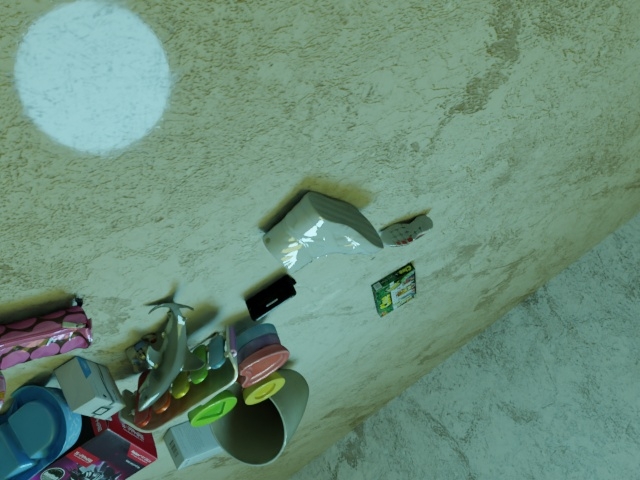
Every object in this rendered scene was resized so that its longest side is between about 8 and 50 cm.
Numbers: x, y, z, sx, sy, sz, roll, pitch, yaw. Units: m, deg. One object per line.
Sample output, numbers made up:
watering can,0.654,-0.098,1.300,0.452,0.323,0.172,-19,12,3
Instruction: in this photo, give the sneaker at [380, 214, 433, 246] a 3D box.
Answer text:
sneaker,0.210,-0.010,1.913,0.158,0.061,0.065,-18,160,-28

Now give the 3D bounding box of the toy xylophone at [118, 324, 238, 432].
toy xylophone,-0.318,0.312,1.780,0.323,0.236,0.081,-36,115,-1

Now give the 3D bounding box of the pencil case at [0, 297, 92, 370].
pencil case,-0.506,0.172,1.338,0.209,0.095,0.098,-16,-172,-37

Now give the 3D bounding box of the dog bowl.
dog bowl,-0.622,0.418,1.614,0.297,0.166,0.074,-39,168,16

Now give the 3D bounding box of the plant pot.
plant pot,-0.151,0.487,2.282,0.256,0.256,0.274,-45,171,28

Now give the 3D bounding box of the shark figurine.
shark figurine,-0.301,0.230,1.658,0.166,0.116,0.278,-46,156,-65

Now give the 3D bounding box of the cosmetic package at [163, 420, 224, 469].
cosmetic package,-0.355,0.609,2.389,0.231,0.117,0.085,-11,150,-37

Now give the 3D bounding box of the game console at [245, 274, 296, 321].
game console,-0.107,0.143,1.811,0.122,0.107,0.071,-34,129,4

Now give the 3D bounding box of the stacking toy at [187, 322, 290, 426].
stacking toy,-0.229,0.331,1.960,0.280,0.130,0.309,-22,153,-24

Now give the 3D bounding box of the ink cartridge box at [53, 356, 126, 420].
ink cartridge box,-0.484,0.320,1.650,0.060,0.104,0.180,-33,158,0

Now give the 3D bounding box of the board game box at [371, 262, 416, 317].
board game box,0.223,0.152,2.297,0.136,0.030,0.259,-28,157,-3

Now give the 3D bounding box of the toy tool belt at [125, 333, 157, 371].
toy tool belt,-0.386,0.248,1.693,0.083,0.051,0.052,-36,157,10

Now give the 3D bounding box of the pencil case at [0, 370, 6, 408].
pencil case,-0.662,0.249,1.268,0.124,0.124,0.284,-37,156,13

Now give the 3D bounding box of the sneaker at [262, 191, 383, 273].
sneaker,0.000,0.000,1.622,0.169,0.108,0.293,-39,147,21

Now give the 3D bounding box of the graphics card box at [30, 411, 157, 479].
graphics card box,-0.625,0.571,1.926,0.371,0.094,0.232,-31,140,2
